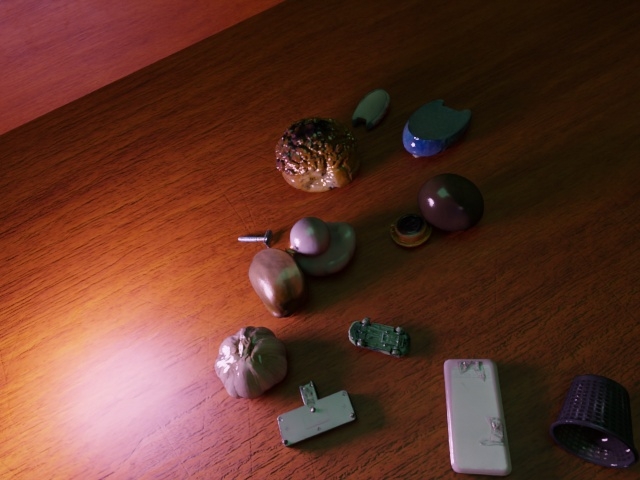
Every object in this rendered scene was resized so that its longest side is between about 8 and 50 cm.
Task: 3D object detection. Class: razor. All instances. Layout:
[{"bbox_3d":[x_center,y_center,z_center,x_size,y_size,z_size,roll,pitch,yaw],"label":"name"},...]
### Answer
[{"bbox_3d":[-0.254,-0.006,1.610,0.134,0.040,0.068,0,56,21],"label":"razor"}]

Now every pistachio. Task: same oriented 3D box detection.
[{"bbox_3d":[-0.147,0.122,1.402,0.260,0.162,0.213,41,113,34],"label":"pistachio"}]

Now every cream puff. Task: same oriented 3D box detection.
[{"bbox_3d":[-0.014,-0.349,1.663,0.342,0.231,0.327,32,66,31],"label":"cream puff"}]

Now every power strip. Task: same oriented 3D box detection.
[{"bbox_3d":[-0.020,0.476,1.195,0.215,0.061,0.145,-22,54,-1],"label":"power strip"}]

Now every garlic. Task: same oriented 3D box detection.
[{"bbox_3d":[-0.211,0.359,1.273,0.227,0.152,0.228,-4,61,8],"label":"garlic"}]

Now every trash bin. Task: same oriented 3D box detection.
[{"bbox_3d":[0.656,0.414,1.002,0.175,0.176,0.161,18,53,25],"label":"trash bin"}]

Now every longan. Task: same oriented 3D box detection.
[{"bbox_3d":[0.434,-0.127,1.413,0.220,0.197,0.197,21,63,8],"label":"longan"}]

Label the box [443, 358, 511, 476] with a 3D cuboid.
[{"bbox_3d":[0.406,0.454,1.109,0.142,0.044,0.285,-4,56,15],"label":"box"}]

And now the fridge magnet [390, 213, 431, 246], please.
[{"bbox_3d":[0.313,-0.040,1.462,0.142,0.063,0.143,-9,52,12],"label":"fridge magnet"}]

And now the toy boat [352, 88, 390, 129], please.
[{"bbox_3d":[0.230,-0.570,1.858,0.134,0.079,0.208,23,75,36],"label":"toy boat"}]

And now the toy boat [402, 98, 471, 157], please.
[{"bbox_3d":[0.457,-0.434,1.688,0.215,0.123,0.330,31,57,22],"label":"toy boat"}]

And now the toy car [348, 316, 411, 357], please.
[{"bbox_3d":[0.176,0.294,1.271,0.186,0.058,0.094,12,59,8],"label":"toy car"}]

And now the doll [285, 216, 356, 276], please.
[{"bbox_3d":[0.000,0.000,1.422,0.250,0.221,0.221,-18,53,-12],"label":"doll"}]
